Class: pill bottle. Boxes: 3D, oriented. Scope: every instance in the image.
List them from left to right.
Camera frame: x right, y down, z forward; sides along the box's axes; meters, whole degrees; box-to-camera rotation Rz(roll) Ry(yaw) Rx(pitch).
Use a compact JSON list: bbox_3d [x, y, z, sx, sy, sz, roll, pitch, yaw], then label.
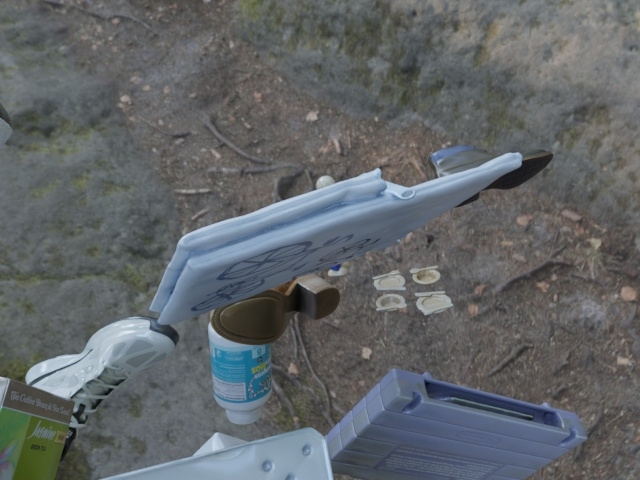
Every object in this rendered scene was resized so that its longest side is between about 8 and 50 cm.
[{"bbox_3d":[-0.192,0.310,1.375,0.146,0.264,0.146,-1,20,0],"label":"pill bottle"}]

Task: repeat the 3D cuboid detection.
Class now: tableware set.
[{"bbox_3d":[0.175,0.097,1.100,0.141,0.020,0.169,-8,28,5],"label":"tableware set"}]

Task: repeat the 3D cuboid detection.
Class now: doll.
[{"bbox_3d":[0.020,-0.032,1.089,0.046,0.189,0.129,-7,18,11],"label":"doll"}]

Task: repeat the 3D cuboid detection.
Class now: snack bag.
[{"bbox_3d":[0.000,0.000,0.591,0.342,0.323,0.037,-18,81,-23],"label":"snack bag"}]

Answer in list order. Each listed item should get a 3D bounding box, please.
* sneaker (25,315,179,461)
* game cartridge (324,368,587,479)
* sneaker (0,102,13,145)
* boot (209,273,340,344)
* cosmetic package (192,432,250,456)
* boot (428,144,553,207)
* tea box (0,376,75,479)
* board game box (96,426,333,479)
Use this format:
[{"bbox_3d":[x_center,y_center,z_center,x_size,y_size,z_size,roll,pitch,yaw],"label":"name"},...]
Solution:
[{"bbox_3d":[-0.514,0.360,1.286,0.447,0.169,0.257,-27,40,17],"label":"sneaker"},{"bbox_3d":[0.197,0.306,0.865,0.355,0.230,0.068,19,42,-23],"label":"game cartridge"},{"bbox_3d":[-0.204,-0.119,0.277,0.065,0.158,0.061,-49,19,-27],"label":"sneaker"},{"bbox_3d":[-0.130,0.095,1.077,0.283,0.109,0.220,-15,25,-40],"label":"boot"},{"bbox_3d":[-0.187,0.523,1.038,0.224,0.138,0.225,-45,49,0],"label":"cosmetic package"},{"bbox_3d":[0.303,-0.145,1.020,0.219,0.082,0.106,-19,58,-11],"label":"boot"},{"bbox_3d":[-0.613,0.370,0.858,0.329,0.220,0.324,5,67,7],"label":"tea box"},{"bbox_3d":[-0.142,0.382,0.431,0.390,0.050,0.390,-5,77,-28],"label":"board game box"}]
